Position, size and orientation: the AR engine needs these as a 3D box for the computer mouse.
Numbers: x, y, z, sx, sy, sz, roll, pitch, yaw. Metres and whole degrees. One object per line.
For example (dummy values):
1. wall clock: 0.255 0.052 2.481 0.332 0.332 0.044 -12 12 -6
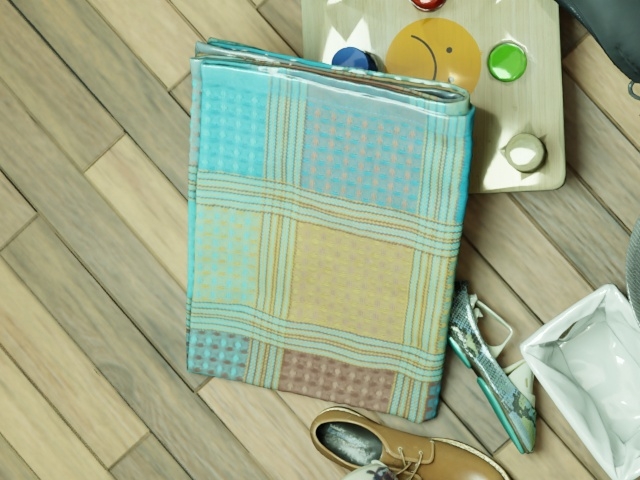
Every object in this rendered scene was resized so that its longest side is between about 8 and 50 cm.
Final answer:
1. computer mouse: 0.311 -0.226 1.705 0.272 0.072 0.188 37 101 -27

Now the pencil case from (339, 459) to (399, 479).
1. pencil case: 0.127 0.373 1.641 0.184 0.160 0.410 -27 55 -33

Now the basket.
1. basket: 0.284 0.136 1.757 0.113 0.103 0.167 -36 83 7

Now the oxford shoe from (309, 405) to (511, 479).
1. oxford shoe: 0.086 0.224 1.804 0.212 0.076 0.076 17 89 7

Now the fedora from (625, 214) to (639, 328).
1. fedora: 0.408 0.037 1.717 0.275 0.124 0.243 -37 82 -10

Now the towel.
1. towel: 0.000 0.000 1.749 0.272 0.040 0.370 11 122 11

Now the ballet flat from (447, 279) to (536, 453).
1. ballet flat: 0.173 0.119 1.797 0.070 0.070 0.188 -35 86 7

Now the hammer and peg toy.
1. hammer and peg toy: 0.101 -0.222 1.782 0.266 0.127 0.361 -3 89 11
